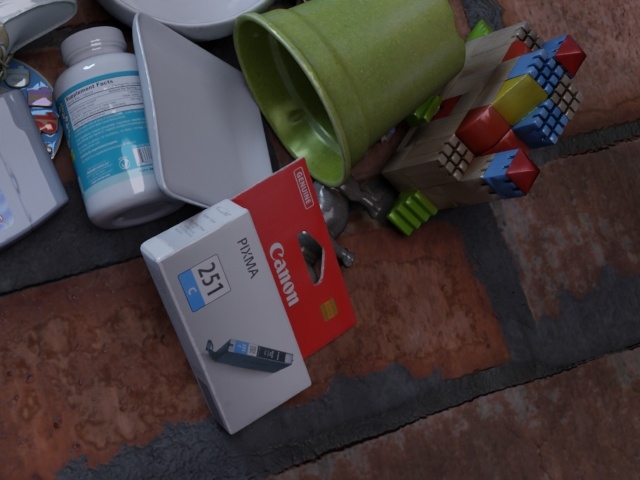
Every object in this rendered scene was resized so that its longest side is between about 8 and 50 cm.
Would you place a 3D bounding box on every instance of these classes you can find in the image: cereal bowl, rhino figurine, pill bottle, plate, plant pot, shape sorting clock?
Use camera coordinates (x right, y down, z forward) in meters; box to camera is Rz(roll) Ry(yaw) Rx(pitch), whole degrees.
[{"bbox_3d":[-0.207,-0.440,1.598,0.339,0.141,0.339,4,73,-12],"label":"cereal bowl"},{"bbox_3d":[0.000,0.000,1.580,0.106,0.073,0.243,33,69,-10],"label":"rhino figurine"},{"bbox_3d":[-0.284,-0.159,1.496,0.146,0.146,0.264,-14,79,-21],"label":"pill bottle"},{"bbox_3d":[-0.163,-0.148,1.498,0.277,0.045,0.278,22,50,-55],"label":"plate"},{"bbox_3d":[0.056,-0.256,1.531,0.254,0.276,0.276,-33,86,-14],"label":"plant pot"},{"bbox_3d":[-0.464,-0.166,1.499,0.206,0.040,0.206,5,73,-16],"label":"shape sorting clock"}]

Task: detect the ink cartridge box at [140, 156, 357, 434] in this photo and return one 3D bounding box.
[{"bbox_3d":[-0.072,0.075,1.451,0.261,0.066,0.296,-31,122,-20],"label":"ink cartridge box"}]

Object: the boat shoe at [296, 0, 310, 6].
[{"bbox_3d":[-0.008,-0.366,1.687,0.095,0.095,0.257,-24,90,13],"label":"boat shoe"}]

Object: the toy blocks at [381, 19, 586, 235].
[{"bbox_3d":[0.264,-0.191,1.591,0.191,0.261,0.381,43,65,-22],"label":"toy blocks"}]

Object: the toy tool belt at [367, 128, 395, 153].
[{"bbox_3d":[0.083,-0.169,1.665,0.083,0.051,0.052,-34,87,-23],"label":"toy tool belt"}]

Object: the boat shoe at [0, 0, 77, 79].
[{"bbox_3d":[-0.452,-0.253,1.413,0.302,0.113,0.103,-26,72,-11],"label":"boat shoe"}]

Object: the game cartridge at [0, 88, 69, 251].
[{"bbox_3d":[-0.500,-0.061,1.428,0.297,0.062,0.198,-24,86,-16],"label":"game cartridge"}]

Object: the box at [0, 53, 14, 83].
[{"bbox_3d":[-0.521,-0.270,1.488,0.178,0.042,0.109,16,61,-3],"label":"box"}]
